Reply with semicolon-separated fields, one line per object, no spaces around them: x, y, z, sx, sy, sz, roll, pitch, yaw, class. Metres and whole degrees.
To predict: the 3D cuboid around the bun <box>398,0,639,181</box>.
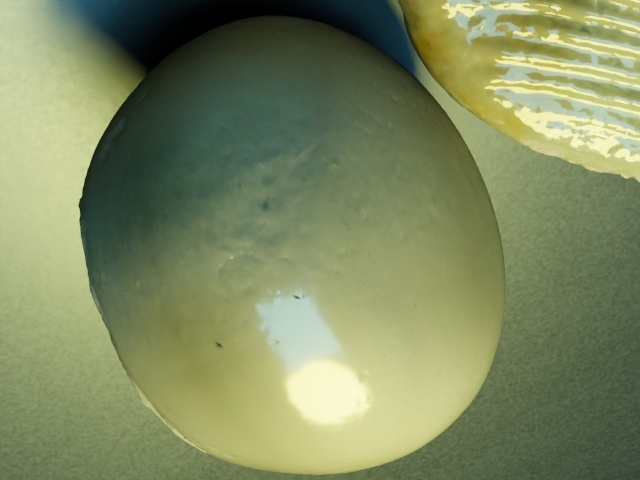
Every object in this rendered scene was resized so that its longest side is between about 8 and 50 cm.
0.219;-0.228;0.918;0.365;0.219;0.365;2;127;2;bun

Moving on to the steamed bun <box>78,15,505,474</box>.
0.000;0.000;0.950;0.206;0.324;0.324;-19;134;32;steamed bun
